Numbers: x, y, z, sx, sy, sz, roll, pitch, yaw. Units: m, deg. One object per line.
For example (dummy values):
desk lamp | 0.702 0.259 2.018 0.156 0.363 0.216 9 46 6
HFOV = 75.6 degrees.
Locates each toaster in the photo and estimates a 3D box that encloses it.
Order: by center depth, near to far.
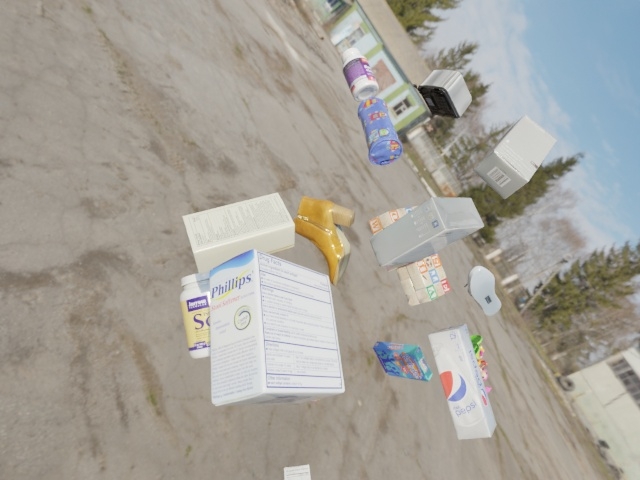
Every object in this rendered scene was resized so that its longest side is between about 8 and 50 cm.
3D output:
toaster | 0.506 -0.607 1.703 0.185 0.110 0.168 44 -6 -37

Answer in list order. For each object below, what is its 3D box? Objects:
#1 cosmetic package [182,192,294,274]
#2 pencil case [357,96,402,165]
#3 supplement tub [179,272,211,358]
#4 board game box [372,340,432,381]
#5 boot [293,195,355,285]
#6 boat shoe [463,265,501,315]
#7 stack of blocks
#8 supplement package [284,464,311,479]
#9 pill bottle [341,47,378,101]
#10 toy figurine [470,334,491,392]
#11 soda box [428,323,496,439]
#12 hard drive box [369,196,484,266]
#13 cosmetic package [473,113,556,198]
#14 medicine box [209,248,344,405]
cosmetic package | -0.249 -0.026 1.279 0.113 0.309 0.160 94 -26 -49
pencil case | 0.210 -0.395 1.494 0.133 0.119 0.306 75 6 -46
supplement tub | -0.455 0.305 1.736 0.241 0.240 0.332 6 69 -66
board game box | 0.340 0.502 1.722 0.047 0.210 0.160 -44 114 -39
boot | 0.000 -0.001 1.465 0.104 0.211 0.295 -28 130 -63
boat shoe | 0.655 0.189 1.694 0.306 0.113 0.105 45 8 -39
stack of blocks | 0.286 0.050 1.311 0.171 0.087 0.298 -13 81 -43
supplement package | -0.083 0.977 1.580 0.179 0.105 0.105 -106 -168 -65
pill bottle | 0.149 -0.659 1.634 0.108 0.108 0.194 17 51 -62
toy figurine | 0.501 0.423 1.350 0.173 0.130 0.159 -31 96 -35
soda box | 0.391 0.384 1.140 0.098 0.091 0.287 3 70 -58
hard drive box | 0.276 -0.020 1.093 0.181 0.232 0.089 -4 67 -41
cosmetic package | 0.548 -0.239 1.160 0.127 0.107 0.238 42 60 5
medicine box | -0.095 0.200 0.911 0.263 0.149 0.290 25 49 -49
